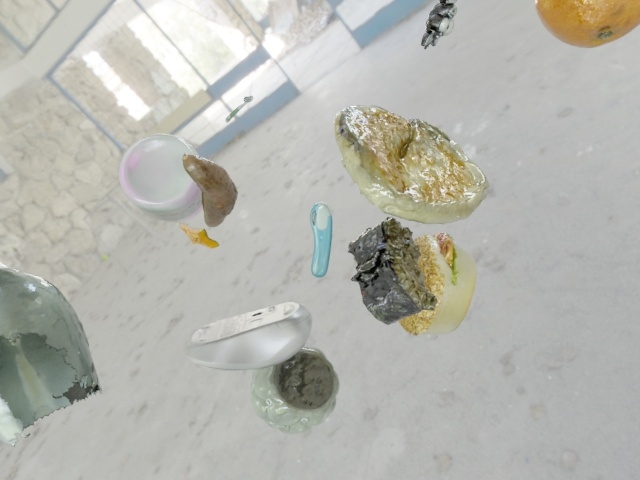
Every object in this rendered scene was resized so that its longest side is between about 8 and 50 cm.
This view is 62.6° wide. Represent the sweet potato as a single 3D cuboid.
[{"bbox_3d":[-0.279,-0.129,1.409,0.114,0.092,0.341,-14,-24,-8],"label":"sweet potato"}]

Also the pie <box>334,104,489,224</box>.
[{"bbox_3d":[0.173,-0.155,1.030,0.077,0.339,0.339,-56,10,39],"label":"pie"}]

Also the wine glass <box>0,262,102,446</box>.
[{"bbox_3d":[-0.359,0.056,0.572,0.143,0.321,0.143,-29,2,1],"label":"wine glass"}]

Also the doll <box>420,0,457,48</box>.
[{"bbox_3d":[0.308,-0.576,1.293,0.091,0.067,0.219,-30,-35,-57],"label":"doll"}]

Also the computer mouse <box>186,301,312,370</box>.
[{"bbox_3d":[-0.157,0.238,1.230,0.297,0.121,0.184,-19,13,-5],"label":"computer mouse"}]

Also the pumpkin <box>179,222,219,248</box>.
[{"bbox_3d":[-0.319,-0.006,1.357,0.101,0.073,0.035,11,62,34],"label":"pumpkin"}]

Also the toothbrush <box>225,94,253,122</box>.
[{"bbox_3d":[-0.268,-0.423,1.702,0.024,0.018,0.257,-13,1,-26],"label":"toothbrush"}]

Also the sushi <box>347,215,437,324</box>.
[{"bbox_3d":[0.127,0.046,1.003,0.115,0.147,0.212,-37,37,29],"label":"sushi"}]

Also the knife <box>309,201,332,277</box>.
[{"bbox_3d":[0.000,0.000,1.458,0.064,0.221,0.031,4,20,5],"label":"knife"}]

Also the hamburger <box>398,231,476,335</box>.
[{"bbox_3d":[0.295,0.118,1.443,0.276,0.179,0.294,-140,66,-79],"label":"hamburger"}]

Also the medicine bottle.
[{"bbox_3d":[-0.475,-0.179,1.652,0.241,0.241,0.302,-46,-2,-10],"label":"medicine bottle"}]

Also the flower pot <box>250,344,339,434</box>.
[{"bbox_3d":[-0.071,0.398,1.429,0.246,0.246,0.195,-57,3,-32],"label":"flower pot"}]

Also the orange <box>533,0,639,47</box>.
[{"bbox_3d":[0.733,-0.671,1.396,0.312,0.312,0.312,-35,23,17],"label":"orange"}]
